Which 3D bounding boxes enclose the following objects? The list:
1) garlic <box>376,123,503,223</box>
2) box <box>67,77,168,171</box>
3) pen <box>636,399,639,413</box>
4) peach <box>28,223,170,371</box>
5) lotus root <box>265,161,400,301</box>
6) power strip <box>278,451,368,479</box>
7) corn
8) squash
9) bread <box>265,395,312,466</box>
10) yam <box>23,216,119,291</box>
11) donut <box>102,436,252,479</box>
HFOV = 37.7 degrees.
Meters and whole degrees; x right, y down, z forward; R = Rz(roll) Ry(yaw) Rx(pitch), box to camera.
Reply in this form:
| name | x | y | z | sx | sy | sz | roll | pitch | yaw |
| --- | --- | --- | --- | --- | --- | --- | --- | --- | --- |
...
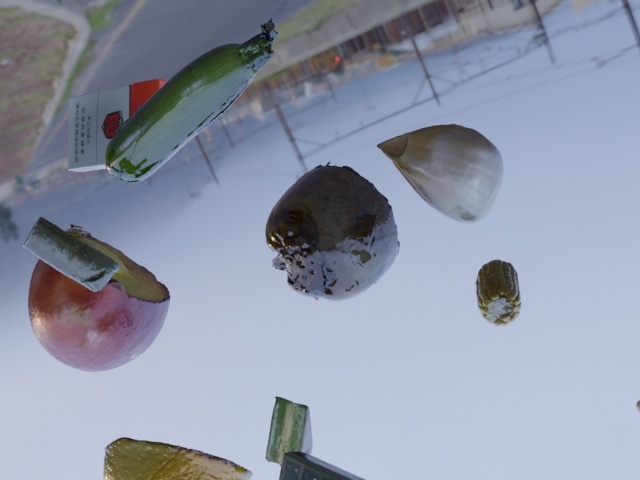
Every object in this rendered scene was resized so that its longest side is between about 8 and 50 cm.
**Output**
| name | x | y | z | sx | sy | sz | roll | pitch | yaw |
| --- | --- | --- | --- | --- | --- | --- | --- | --- | --- |
| garlic | 0.237 | -0.124 | 1.662 | 0.151 | 0.196 | 0.338 | -64 | 160 | 7 |
| box | -0.352 | -0.196 | 1.622 | 0.245 | 0.139 | 0.035 | -1 | 176 | 40 |
| pen | 0.552 | 0.292 | 1.505 | 0.032 | 0.040 | 0.233 | -14 | 153 | 33 |
| peach | -0.419 | 0.098 | 1.760 | 0.281 | 0.281 | 0.338 | -30 | 159 | -29 |
| lotus root | 0.000 | 0.000 | 1.809 | 0.272 | 0.272 | 0.192 | -17 | -169 | 35 |
| power strip | 0.009 | 0.407 | 1.532 | 0.052 | 0.078 | 0.272 | 13 | 176 | -32 |
| corn | 0.307 | 0.088 | 1.621 | 0.080 | 0.080 | 0.238 | -21 | -172 | 16 |
| squash | -0.180 | -0.182 | 1.265 | 0.331 | 0.087 | 0.087 | -35 | -175 | 26 |
| bread | -0.051 | 0.351 | 1.779 | 0.074 | 0.139 | 0.084 | 13 | -163 | 16 |
| yam | -0.344 | 0.021 | 1.290 | 0.054 | 0.132 | 0.054 | -41 | -153 | 27 |
| donut | -0.245 | 0.383 | 1.543 | 0.258 | 0.101 | 0.152 | 15 | 155 | 0 |
